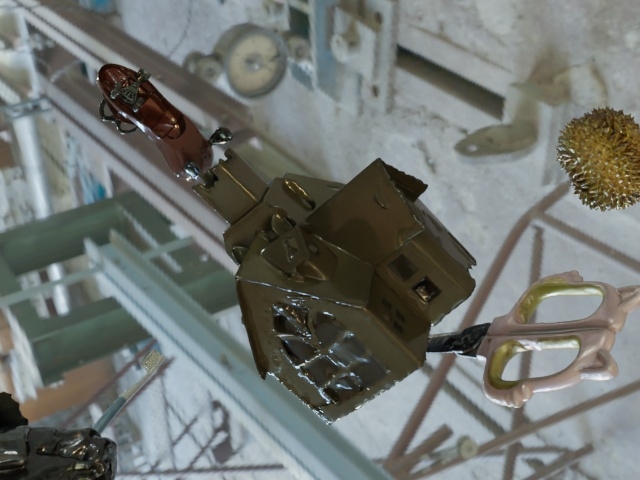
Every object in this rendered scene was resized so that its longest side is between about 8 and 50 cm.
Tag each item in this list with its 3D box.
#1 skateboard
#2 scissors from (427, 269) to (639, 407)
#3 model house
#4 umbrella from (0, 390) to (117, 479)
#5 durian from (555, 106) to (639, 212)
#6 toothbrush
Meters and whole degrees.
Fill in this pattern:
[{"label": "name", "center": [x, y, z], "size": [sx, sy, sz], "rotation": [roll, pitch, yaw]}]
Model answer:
[{"label": "skateboard", "center": [-0.171, -0.120, 1.000], "size": [0.151, 0.067, 0.080], "rotation": [41, 148, -7]}, {"label": "scissors", "center": [0.164, 0.097, 0.939], "size": [0.318, 0.160, 0.024], "rotation": [-11, 129, 50]}, {"label": "model house", "center": [0.000, 0.000, 0.903], "size": [0.243, 0.211, 0.204], "rotation": [43, 118, -14]}, {"label": "umbrella", "center": [-0.295, 0.178, 0.596], "size": [0.128, 0.337, 0.154], "rotation": [112, 150, -55]}, {"label": "durian", "center": [0.416, -0.122, 1.409], "size": [0.168, 0.158, 0.137], "rotation": [51, 137, -11]}, {"label": "toothbrush", "center": [-0.275, 0.222, 1.278], "size": [0.025, 0.275, 0.019], "rotation": [47, 122, -7]}]
